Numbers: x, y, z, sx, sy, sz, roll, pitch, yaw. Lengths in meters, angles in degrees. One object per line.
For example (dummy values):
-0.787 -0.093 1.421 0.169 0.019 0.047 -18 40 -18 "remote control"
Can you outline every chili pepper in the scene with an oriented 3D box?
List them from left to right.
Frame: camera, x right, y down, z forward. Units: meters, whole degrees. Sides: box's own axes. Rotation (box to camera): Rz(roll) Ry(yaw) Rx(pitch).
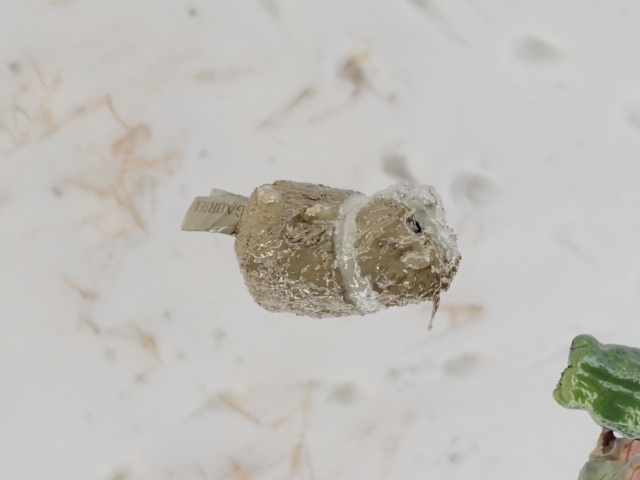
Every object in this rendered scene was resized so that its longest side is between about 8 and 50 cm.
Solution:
0.208 0.102 1.063 0.073 0.182 0.050 -11 119 -44 "chili pepper"

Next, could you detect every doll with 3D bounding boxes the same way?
-0.005 0.002 1.480 0.221 0.105 0.115 8 102 16 "doll"

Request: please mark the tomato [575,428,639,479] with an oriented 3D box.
0.313 0.278 1.482 0.321 0.321 0.321 -12 121 -20 "tomato"
